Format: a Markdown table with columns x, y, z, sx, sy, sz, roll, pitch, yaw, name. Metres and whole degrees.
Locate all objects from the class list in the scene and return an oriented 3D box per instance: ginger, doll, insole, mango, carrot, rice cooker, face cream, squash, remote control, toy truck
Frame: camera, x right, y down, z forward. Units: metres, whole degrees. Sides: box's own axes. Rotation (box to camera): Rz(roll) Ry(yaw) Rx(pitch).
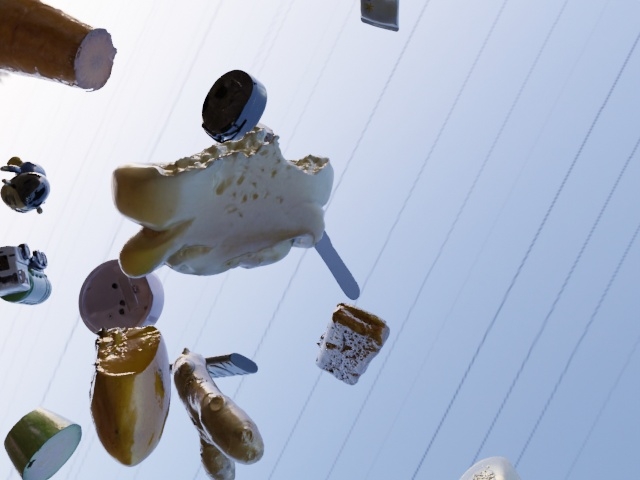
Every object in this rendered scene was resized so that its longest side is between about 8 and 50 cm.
| x | y | z | sx | sy | sz | roll | pitch | yaw | name |
| --- | --- | --- | --- | --- | --- | --- | --- | --- | --- |
| -0.265 | 0.388 | 1.244 | 0.348 | 0.122 | 0.363 | 58 | -24 | 18 | ginger |
| -0.554 | -0.101 | 0.995 | 0.089 | 0.102 | 0.179 | -45 | -143 | -8 | doll |
| 0.000 | 0.000 | 1.243 | 0.007 | 0.109 | 0.322 | -33 | -92 | 29 | insole |
| -0.301 | 0.238 | 0.844 | 0.252 | 0.126 | 0.154 | -116 | -154 | -47 | mango |
| -0.592 | -0.435 | 1.190 | 0.254 | 0.196 | 0.196 | 22 | -93 | 8 | carrot |
| -0.191 | -0.293 | 1.174 | 0.112 | 0.106 | 0.165 | 41 | -71 | 20 | rice cooker |
| 0.138 | -0.608 | 1.255 | 0.114 | 0.224 | 0.070 | 27 | -124 | 26 | face cream |
| -0.686 | 0.495 | 1.302 | 0.123 | 0.170 | 0.170 | 35 | -82 | 11 | squash |
| -0.342 | 0.392 | 1.631 | 0.377 | 0.107 | 0.044 | -19 | -132 | 44 | remote control |
| -0.690 | 0.084 | 1.210 | 0.242 | 0.101 | 0.125 | 135 | -57 | -75 | toy truck |

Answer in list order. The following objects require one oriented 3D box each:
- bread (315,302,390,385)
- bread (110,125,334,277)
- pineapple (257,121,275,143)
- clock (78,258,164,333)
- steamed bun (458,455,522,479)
| x | y | z | sx | sy | sz | roll | pitch | yaw | name |
| --- | --- | --- | --- | --- | --- | --- | --- | --- | --- |
| 0.060 | 0.227 | 1.170 | 0.139 | 0.271 | 0.077 | 28 | -123 | 10 | bread |
| -0.165 | -0.065 | 1.001 | 0.329 | 0.424 | 0.245 | -15 | -96 | 53 | bread |
| -0.224 | -0.231 | 1.690 | 0.130 | 0.119 | 0.277 | 27 | -61 | 10 | pineapple |
| -0.493 | 0.147 | 1.319 | 0.197 | 0.068 | 0.197 | -2 | -102 | 8 | clock |
| 0.352 | 0.577 | 1.057 | 0.155 | 0.250 | 0.200 | -34 | -91 | 29 | steamed bun |
